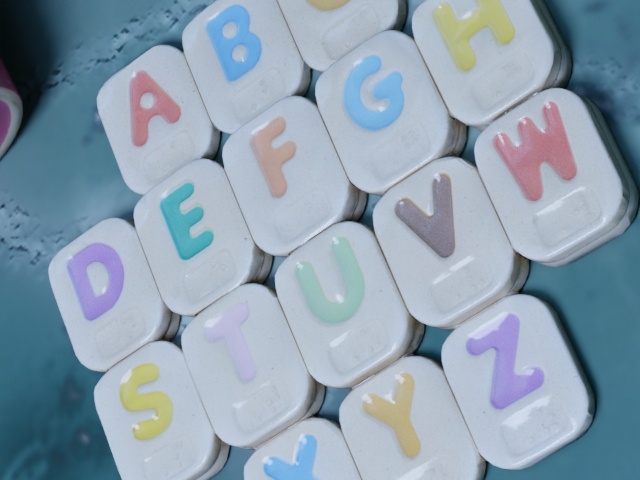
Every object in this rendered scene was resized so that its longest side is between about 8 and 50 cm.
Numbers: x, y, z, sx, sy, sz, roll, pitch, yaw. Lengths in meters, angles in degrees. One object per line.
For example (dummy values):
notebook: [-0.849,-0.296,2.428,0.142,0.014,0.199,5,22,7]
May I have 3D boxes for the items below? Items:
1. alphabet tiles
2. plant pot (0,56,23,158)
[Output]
alphabet tiles: [0.000,0.000,0.909,0.284,0.021,0.278,-33,65,23]
plant pot: [-0.252,-0.098,0.996,0.201,0.201,0.180,-43,77,18]
